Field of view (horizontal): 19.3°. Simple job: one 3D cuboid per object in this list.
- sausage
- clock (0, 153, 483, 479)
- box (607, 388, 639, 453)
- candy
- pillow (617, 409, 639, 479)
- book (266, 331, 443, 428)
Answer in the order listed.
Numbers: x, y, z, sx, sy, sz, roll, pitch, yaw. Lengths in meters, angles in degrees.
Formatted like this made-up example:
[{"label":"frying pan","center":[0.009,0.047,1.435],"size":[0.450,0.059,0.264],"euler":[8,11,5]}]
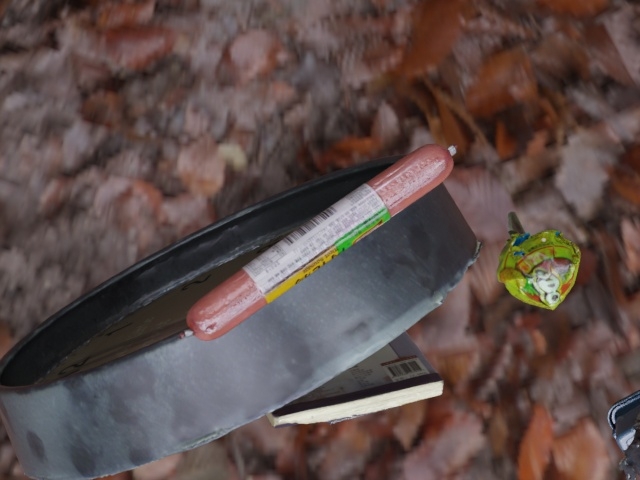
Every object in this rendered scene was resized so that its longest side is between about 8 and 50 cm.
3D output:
[{"label":"sausage","center":[0.000,0.000,1.224],"size":[0.223,0.029,0.029],"euler":[-35,111,-10]},{"label":"clock","center":[-0.069,0.050,1.410],"size":[0.386,0.386,0.076],"euler":[-24,101,8]},{"label":"box","center":[0.293,0.158,1.562],"size":[0.099,0.054,0.074],"euler":[-33,102,20]},{"label":"candy","center":[0.208,0.005,1.902],"size":[0.077,0.262,0.073],"euler":[10,103,-3]},{"label":"pillow","center":[0.274,0.069,0.694],"size":[0.161,0.335,0.093],"euler":[17,71,-44]},{"label":"book","center":[0.002,0.103,1.740],"size":[0.157,0.231,0.026],"euler":[-11,115,-13]}]
